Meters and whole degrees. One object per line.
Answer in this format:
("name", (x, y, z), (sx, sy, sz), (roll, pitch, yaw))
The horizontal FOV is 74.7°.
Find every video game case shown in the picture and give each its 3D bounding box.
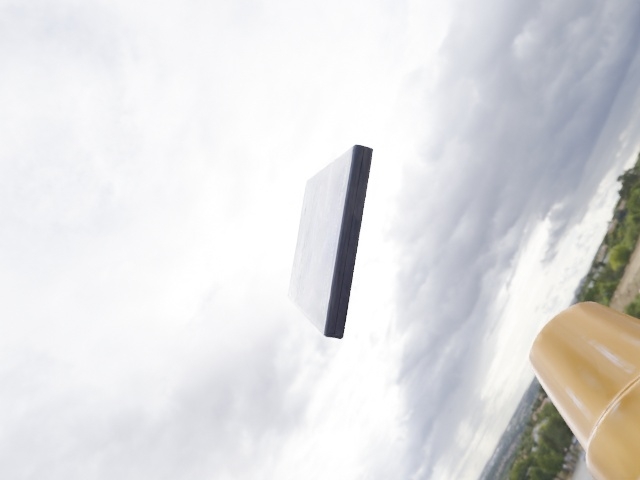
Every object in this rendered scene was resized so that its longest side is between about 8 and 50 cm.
("video game case", (0.000, 0.000, 0.548), (0.274, 0.026, 0.196), (-178, 97, -77))

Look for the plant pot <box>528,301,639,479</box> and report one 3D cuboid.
("plant pot", (0.364, 0.177, 0.494), (0.205, 0.188, 0.205), (-8, -62, -15))
